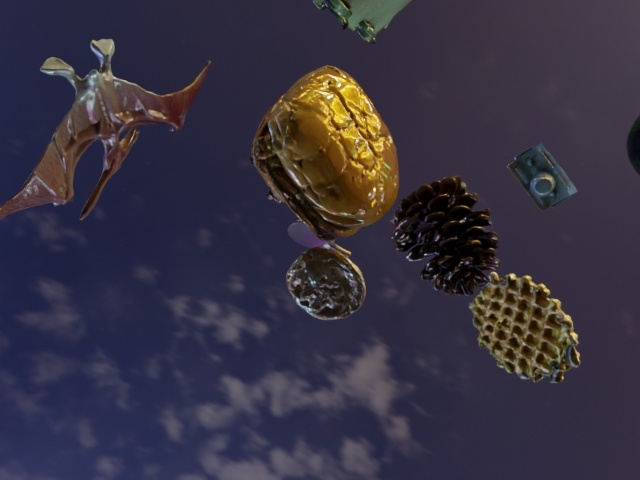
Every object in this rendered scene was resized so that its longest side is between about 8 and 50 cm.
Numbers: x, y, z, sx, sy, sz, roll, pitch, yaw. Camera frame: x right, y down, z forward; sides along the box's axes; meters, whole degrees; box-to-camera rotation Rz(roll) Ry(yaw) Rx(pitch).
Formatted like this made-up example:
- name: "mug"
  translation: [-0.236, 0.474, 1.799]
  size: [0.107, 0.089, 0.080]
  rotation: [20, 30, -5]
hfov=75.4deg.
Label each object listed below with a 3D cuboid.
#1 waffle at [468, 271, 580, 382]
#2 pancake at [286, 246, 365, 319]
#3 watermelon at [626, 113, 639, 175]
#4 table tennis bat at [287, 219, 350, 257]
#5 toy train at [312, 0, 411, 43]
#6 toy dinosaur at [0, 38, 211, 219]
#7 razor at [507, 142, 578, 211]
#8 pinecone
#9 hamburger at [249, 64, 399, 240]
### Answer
- name: "waffle"
  translation: [0.554, 0.245, 1.143]
  size: [0.062, 0.329, 0.330]
  rotation: [-15, -87, -32]
- name: "pancake"
  translation: [0.010, 0.081, 0.763]
  size: [0.151, 0.025, 0.152]
  rotation: [7, -64, 14]
- name: "watermelon"
  translation: [0.845, -0.234, 0.947]
  size: [0.242, 0.242, 0.243]
  rotation: [0, -86, 5]
- name: "table tennis bat"
  translation: [0.000, 0.000, 0.900]
  size: [0.158, 0.095, 0.014]
  rotation: [29, -128, -26]
- name: "toy train"
  translation: [0.039, -0.343, 0.494]
  size: [0.129, 0.326, 0.159]
  rotation: [-40, -88, 25]
- name: "toy dinosaur"
  translation: [-0.157, -0.082, 0.301]
  size: [0.032, 0.108, 0.220]
  rotation: [35, -119, 13]
- name: "razor"
  translation: [0.208, -0.056, 0.386]
  size: [0.040, 0.135, 0.068]
  rotation: [-39, -98, 28]
- name: "pinecone"
  translation: [0.293, 0.001, 0.974]
  size: [0.246, 0.246, 0.292]
  rotation: [-18, -133, 6]
- name: "hamburger"
  translation: [0.026, -0.153, 0.773]
  size: [0.158, 0.318, 0.319]
  rotation: [-19, -88, 43]
